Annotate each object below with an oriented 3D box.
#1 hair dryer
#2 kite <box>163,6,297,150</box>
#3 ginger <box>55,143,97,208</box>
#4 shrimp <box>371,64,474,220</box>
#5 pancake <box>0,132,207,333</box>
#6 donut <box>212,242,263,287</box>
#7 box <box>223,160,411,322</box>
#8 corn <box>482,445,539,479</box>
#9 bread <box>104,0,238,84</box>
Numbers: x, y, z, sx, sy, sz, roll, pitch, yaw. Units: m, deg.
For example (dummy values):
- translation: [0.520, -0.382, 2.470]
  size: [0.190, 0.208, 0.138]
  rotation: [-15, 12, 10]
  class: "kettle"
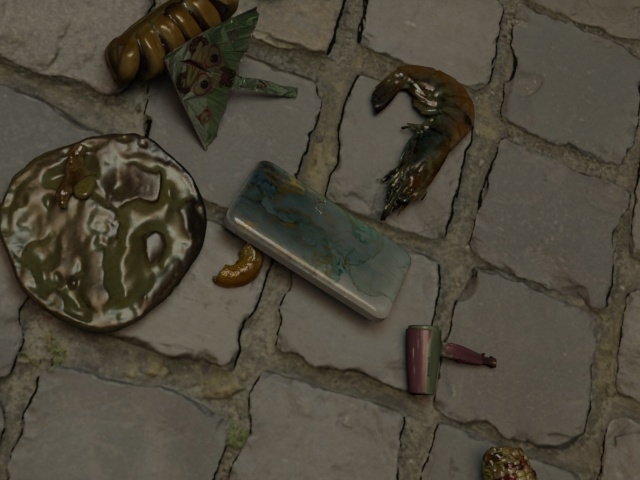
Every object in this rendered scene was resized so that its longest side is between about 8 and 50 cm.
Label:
- translation: [0.204, 0.184, 1.353]
  size: [0.154, 0.054, 0.106]
  rotation: [3, 79, -20]
  class: "hair dryer"
- translation: [-0.132, -0.242, 1.335]
  size: [0.250, 0.012, 0.229]
  rotation: [9, 107, -40]
  class: "kite"
- translation: [-0.335, -0.089, 1.225]
  size: [0.048, 0.030, 0.097]
  rotation: [16, 74, -8]
  class: "ginger"
- translation: [0.137, -0.170, 1.428]
  size: [0.169, 0.058, 0.296]
  rotation: [34, 65, 2]
  class: "shrimp"
- translation: [-0.306, -0.021, 1.257]
  size: [0.294, 0.049, 0.294]
  rotation: [4, 76, -14]
  class: "pancake"
- translation: [-0.120, 0.033, 1.302]
  size: [0.083, 0.038, 0.067]
  rotation: [-10, 81, -20]
  class: "donut"
- translation: [0.000, 0.000, 1.329]
  size: [0.285, 0.044, 0.142]
  rotation: [33, 52, -7]
  class: "box"
- translation: [0.297, 0.443, 1.284]
  size: [0.098, 0.098, 0.290]
  rotation: [-9, 75, -18]
  class: "corn"
- translation: [-0.226, -0.307, 1.319]
  size: [0.225, 0.134, 0.081]
  rotation: [-43, 116, -20]
  class: "bread"
